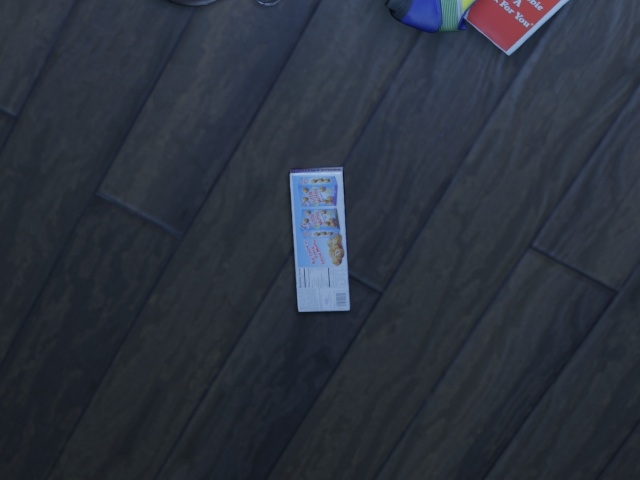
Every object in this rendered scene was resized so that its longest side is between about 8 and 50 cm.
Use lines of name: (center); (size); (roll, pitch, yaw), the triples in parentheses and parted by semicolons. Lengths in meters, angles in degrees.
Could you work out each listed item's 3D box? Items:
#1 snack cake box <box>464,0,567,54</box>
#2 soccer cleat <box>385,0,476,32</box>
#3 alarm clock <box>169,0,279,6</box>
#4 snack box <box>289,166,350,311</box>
snack cake box: (0.162, -0.345, 1.769); (0.264, 0.089, 0.152); (39, 129, -10)
soccer cleat: (0.164, -0.334, 1.677); (0.121, 0.093, 0.289); (13, 131, -22)
alarm clock: (-0.126, -0.320, 1.839); (0.192, 0.064, 0.129); (27, 110, -10)
snack box: (0.000, 0.000, 1.967); (0.064, 0.022, 0.178); (-1, 110, 5)
